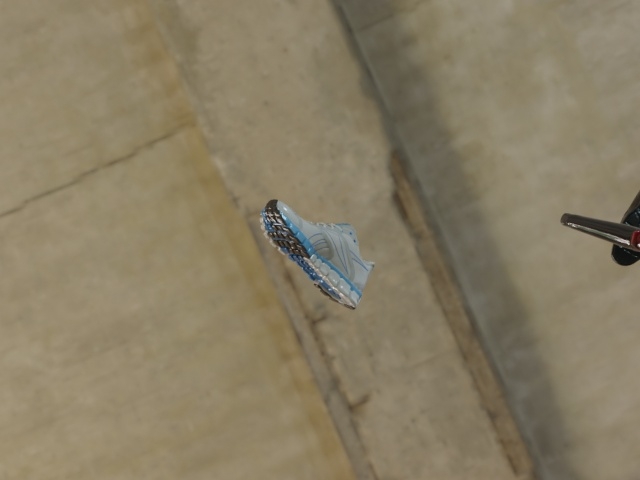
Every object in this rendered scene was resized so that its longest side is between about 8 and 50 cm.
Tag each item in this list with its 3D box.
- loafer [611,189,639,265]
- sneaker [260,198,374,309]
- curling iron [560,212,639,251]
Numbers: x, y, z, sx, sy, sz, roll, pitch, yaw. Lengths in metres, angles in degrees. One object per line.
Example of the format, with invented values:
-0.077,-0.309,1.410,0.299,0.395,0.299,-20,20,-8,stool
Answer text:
0.482,-0.031,1.943,0.170,0.062,0.061,-54,0,-13,loafer
0.000,0.000,1.628,0.071,0.190,0.083,13,63,50,sneaker
0.396,0.011,1.607,0.068,0.035,0.274,-47,41,-10,curling iron
